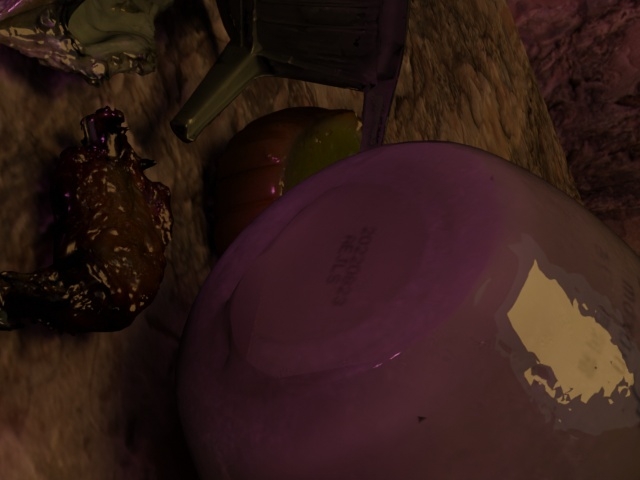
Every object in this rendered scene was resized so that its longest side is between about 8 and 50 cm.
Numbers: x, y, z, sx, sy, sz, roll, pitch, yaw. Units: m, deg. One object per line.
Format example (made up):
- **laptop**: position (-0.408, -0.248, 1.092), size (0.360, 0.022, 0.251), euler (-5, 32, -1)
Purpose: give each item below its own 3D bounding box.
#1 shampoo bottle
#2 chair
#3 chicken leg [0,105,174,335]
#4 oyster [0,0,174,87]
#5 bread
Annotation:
- **shampoo bottle**: position (0.076, 0.108, 0.920), size (0.317, 0.322, 0.322), euler (47, 28, -32)
- **chair**: position (-0.026, -0.190, 1.079), size (0.275, 0.190, 0.203), euler (-70, 164, -62)
- **chicken leg**: position (-0.140, 0.006, 0.830), size (0.106, 0.051, 0.253), euler (58, 22, -17)
- **oyster**: position (-0.135, -0.184, 0.972), size (0.199, 0.087, 0.252), euler (87, 16, -64)
- **bread**: position (0.000, 0.000, 1.152), size (0.236, 0.070, 0.236), euler (36, 46, -50)
